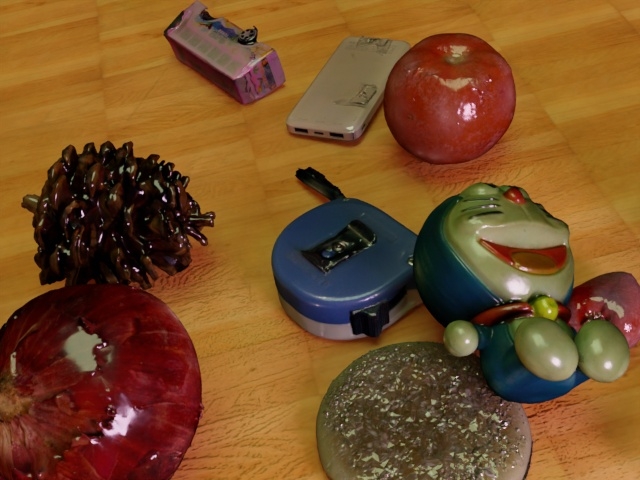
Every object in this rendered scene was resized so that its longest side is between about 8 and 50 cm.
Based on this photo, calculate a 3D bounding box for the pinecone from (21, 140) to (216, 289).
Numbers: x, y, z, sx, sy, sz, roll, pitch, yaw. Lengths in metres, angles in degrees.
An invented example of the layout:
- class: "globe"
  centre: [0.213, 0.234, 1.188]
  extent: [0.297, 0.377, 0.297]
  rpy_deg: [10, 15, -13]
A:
- class: "pinecone"
  centre: [-0.294, -0.032, 1.199]
  extent: [0.257, 0.243, 0.243]
  rpy_deg: [-5, 45, 19]

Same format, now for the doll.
- class: "doll"
  centre: [0.220, 0.061, 1.021]
  extent: [0.199, 0.186, 0.322]
  rpy_deg: [9, 46, -22]

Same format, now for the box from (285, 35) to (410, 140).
- class: "box"
  centre: [0.055, -0.281, 1.520]
  extent: [0.142, 0.044, 0.285]
  rpy_deg: [12, 50, 23]

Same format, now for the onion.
- class: "onion"
  centre: [-0.269, 0.186, 0.988]
  extent: [0.276, 0.276, 0.276]
  rpy_deg: [-5, 46, 5]

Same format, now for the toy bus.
- class: "toy bus"
  centre: [-0.188, -0.364, 1.609]
  extent: [0.112, 0.090, 0.274]
  rpy_deg: [-40, 51, -15]

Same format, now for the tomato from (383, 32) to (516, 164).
- class: "tomato"
  centre: [0.205, -0.218, 1.334]
  extent: [0.208, 0.184, 0.208]
  rpy_deg: [0, 47, 1]

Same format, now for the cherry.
- class: "cherry"
  centre: [0.367, 0.095, 1.073]
  extent: [0.126, 0.087, 0.106]
  rpy_deg: [-16, 36, -32]

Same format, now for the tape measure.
- class: "tape measure"
  centre: [0.000, 0.000, 1.222]
  extent: [0.215, 0.098, 0.351]
  rpy_deg: [-33, 48, -23]

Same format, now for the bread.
- class: "bread"
  centre: [0.123, 0.226, 1.017]
  extent: [0.267, 0.040, 0.267]
  rpy_deg: [-4, 45, 4]
